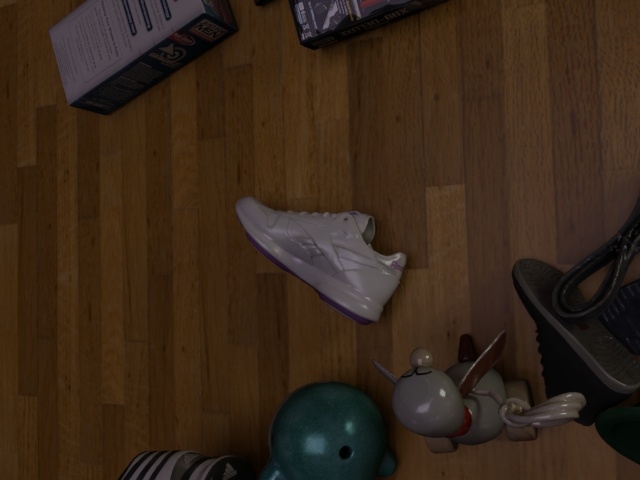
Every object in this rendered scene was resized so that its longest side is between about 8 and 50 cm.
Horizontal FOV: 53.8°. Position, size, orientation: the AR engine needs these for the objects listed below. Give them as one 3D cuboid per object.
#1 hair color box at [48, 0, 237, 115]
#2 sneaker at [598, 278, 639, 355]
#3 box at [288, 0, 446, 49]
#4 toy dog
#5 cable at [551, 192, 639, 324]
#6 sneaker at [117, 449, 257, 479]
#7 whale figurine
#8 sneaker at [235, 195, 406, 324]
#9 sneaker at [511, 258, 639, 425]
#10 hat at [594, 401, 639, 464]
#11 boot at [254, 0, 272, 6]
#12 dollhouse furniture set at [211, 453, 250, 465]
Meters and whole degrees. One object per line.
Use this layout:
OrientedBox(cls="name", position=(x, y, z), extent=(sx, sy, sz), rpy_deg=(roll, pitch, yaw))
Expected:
OrientedBox(cls="hair color box", position=(-0.338, -0.394, 1.181), extent=(0.347, 0.105, 0.174), rpy_deg=(-24, 78, 25))
OrientedBox(cls="sneaker", position=(0.496, 0.057, 0.749), extent=(0.319, 0.131, 0.112), rpy_deg=(-26, 88, 46))
OrientedBox(cls="box", position=(0.046, -0.482, 0.959), extent=(0.242, 0.076, 0.308), rpy_deg=(-15, 94, 20))
OrientedBox(cls="toy dog", position=(0.179, 0.176, 0.810), extent=(0.220, 0.334, 0.161), rpy_deg=(-8, 66, 2))
OrientedBox(cls="cable", position=(0.392, -0.020, 0.771), extent=(0.287, 0.072, 0.140), rpy_deg=(-33, 48, 7))
OrientedBox(cls="sneaker", position=(-0.217, 0.530, 0.957), extent=(0.257, 0.169, 0.448), rpy_deg=(-1, 91, 33))
OrientedBox(cls="whale figurine", position=(0.020, 0.346, 0.922), extent=(0.216, 0.141, 0.272), rpy_deg=(-1, 84, -17))
OrientedBox(cls="sneaker", position=(0.000, 0.000, 1.009), extent=(0.305, 0.114, 0.152), rpy_deg=(34, 90, 20))
OrientedBox(cls="sneaker", position=(0.312, 0.135, 0.846), extent=(0.222, 0.083, 0.118), rpy_deg=(61, 146, 35))
OrientedBox(cls="hat", position=(0.472, 0.184, 0.781), extent=(0.208, 0.173, 0.184), rpy_deg=(10, 57, 34))
OrientedBox(cls="boot", position=(-0.054, -0.547, 1.072), extent=(0.248, 0.090, 0.207), rpy_deg=(-27, 90, 21))
OrientedBox(cls="dollhouse furniture set", position=(-0.170, 0.501, 1.046), extent=(0.261, 0.135, 0.259), rpy_deg=(-13, 82, 26))
